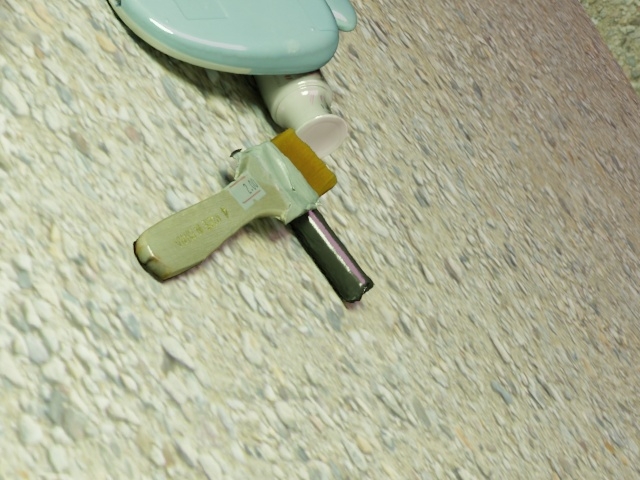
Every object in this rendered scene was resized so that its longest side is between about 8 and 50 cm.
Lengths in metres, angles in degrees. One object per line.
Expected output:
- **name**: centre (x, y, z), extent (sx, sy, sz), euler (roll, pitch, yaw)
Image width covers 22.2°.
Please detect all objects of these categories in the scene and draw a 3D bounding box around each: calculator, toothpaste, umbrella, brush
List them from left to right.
- **calculator**: centre (-0.081, -0.236, 1.575), extent (0.303, 0.042, 0.188), euler (-11, 58, -44)
- **brush**: centre (-0.068, -0.031, 1.380), extent (0.085, 0.020, 0.336), euler (50, 28, 0)
- **toothpaste**: centre (-0.058, -0.214, 1.669), extent (0.100, 0.066, 0.323), euler (22, 32, -44)
- **umbrella**: centre (0.001, 0.000, 1.500), extent (0.133, 0.031, 0.036), euler (54, 9, 4)
